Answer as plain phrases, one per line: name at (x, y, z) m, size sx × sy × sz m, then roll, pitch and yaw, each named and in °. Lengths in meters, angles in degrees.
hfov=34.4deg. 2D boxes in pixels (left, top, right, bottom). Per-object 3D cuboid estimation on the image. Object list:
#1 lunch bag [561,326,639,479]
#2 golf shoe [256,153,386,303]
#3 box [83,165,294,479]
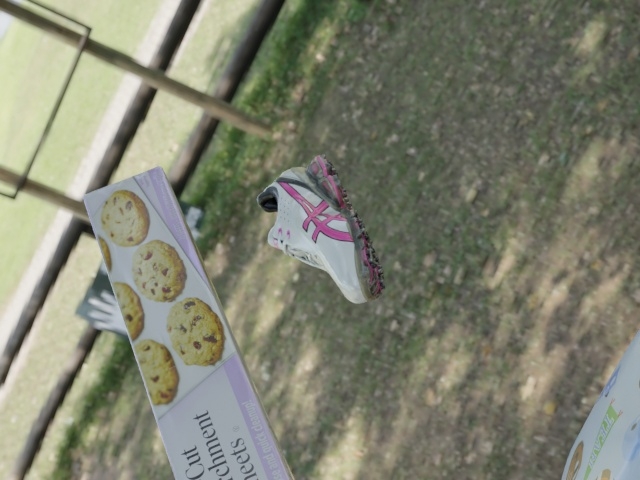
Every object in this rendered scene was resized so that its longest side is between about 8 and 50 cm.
lunch bag at (0.364, 0.206, 0.986) m, size 0.385 × 0.239 × 0.327 m, roll -60°, pitch -11°, yaw -57°
golf shoe at (0.000, 0.000, 0.925) m, size 0.086 × 0.067 × 0.186 m, roll -26°, pitch 39°, yaw 0°
box at (-0.082, 0.083, 0.677) m, size 0.067 × 0.063 × 0.324 m, roll -23°, pitch 51°, yaw -5°
